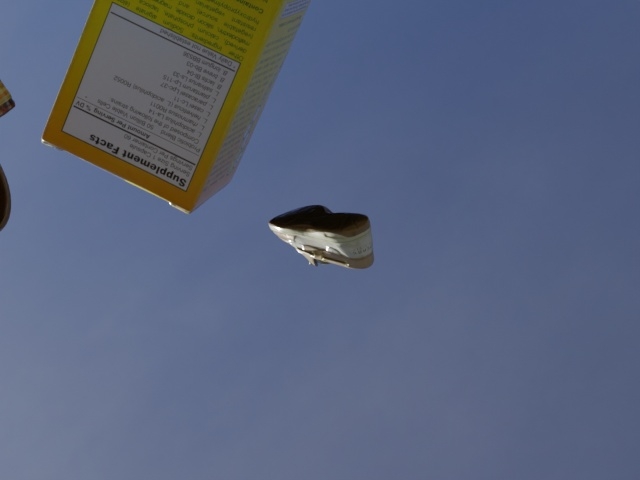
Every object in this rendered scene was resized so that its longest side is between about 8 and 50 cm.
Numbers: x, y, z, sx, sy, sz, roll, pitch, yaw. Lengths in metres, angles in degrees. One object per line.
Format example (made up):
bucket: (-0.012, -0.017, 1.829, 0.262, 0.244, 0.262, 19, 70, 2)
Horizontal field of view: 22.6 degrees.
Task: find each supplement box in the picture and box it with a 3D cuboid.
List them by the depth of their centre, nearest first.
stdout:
supplement box: (-0.140, -0.242, 1.812, 0.356, 0.194, 0.195, -65, 175, 17)

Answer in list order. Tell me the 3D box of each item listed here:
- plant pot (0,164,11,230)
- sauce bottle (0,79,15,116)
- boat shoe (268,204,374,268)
plant pot: (-0.424, -0.032, 1.591, 0.165, 0.167, 0.167, -34, -150, 24)
sauce bottle: (-0.376, -0.186, 1.707, 0.042, 0.128, 0.042, -31, -163, 11)
boat shoe: (0.000, 0.000, 1.366, 0.050, 0.045, 0.135, -25, -162, -24)
